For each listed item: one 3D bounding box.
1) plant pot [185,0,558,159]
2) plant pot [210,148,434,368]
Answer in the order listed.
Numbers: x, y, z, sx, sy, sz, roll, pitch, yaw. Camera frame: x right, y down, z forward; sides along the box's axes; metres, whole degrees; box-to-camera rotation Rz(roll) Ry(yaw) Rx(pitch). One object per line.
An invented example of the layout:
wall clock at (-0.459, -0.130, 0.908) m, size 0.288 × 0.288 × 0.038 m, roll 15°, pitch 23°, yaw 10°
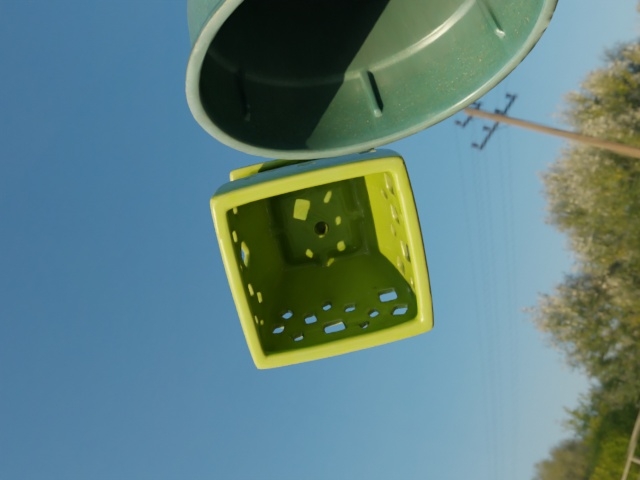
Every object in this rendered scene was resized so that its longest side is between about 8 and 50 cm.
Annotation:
plant pot at (0.006, -0.309, 0.740) m, size 0.341 × 0.341 × 0.334 m, roll 32°, pitch -141°, yaw -64°
plant pot at (0.000, 0.000, 0.963) m, size 0.207 × 0.227 × 0.228 m, roll -105°, pitch 2°, yaw -72°
